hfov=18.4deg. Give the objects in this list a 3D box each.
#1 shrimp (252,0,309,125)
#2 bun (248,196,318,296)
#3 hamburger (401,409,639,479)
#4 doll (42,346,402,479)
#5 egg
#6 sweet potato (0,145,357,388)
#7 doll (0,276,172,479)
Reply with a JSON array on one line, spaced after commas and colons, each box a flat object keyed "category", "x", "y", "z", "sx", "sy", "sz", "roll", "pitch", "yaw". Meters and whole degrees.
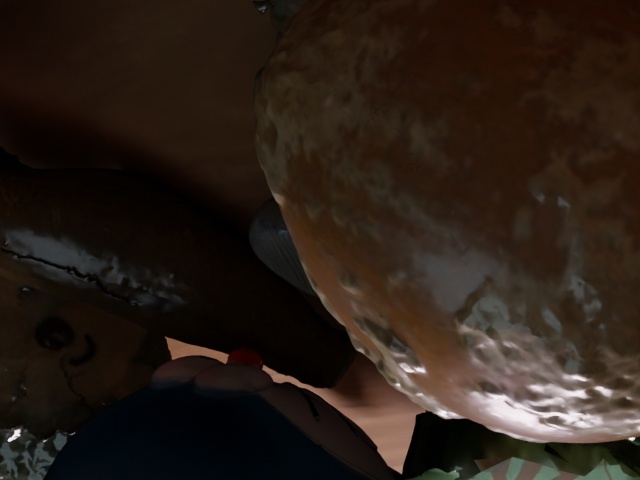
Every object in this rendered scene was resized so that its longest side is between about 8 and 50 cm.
[{"category": "shrimp", "x": -0.040, "y": -0.113, "z": 0.954, "sx": 0.166, "sy": 0.049, "sz": 0.161, "roll": 31, "pitch": 150, "yaw": 1}, {"category": "bun", "x": 0.000, "y": 0.000, "z": 1.103, "sx": 0.083, "sy": 0.045, "sz": 0.083, "roll": 26, "pitch": 154, "yaw": 14}, {"category": "hamburger", "x": 0.159, "y": 0.110, "z": 1.052, "sx": 0.214, "sy": 0.125, "sz": 0.235, "roll": 5, "pitch": 147, "yaw": 31}, {"category": "doll", "x": -0.037, "y": 0.196, "z": 1.156, "sx": 0.284, "sy": 0.240, "sz": 0.310, "roll": 6, "pitch": 163, "yaw": 34}, {"category": "egg", "x": 0.090, "y": -0.023, "z": 0.810, "sx": 0.245, "sy": 0.203, "sz": 0.203, "roll": 30, "pitch": 153, "yaw": -7}, {"category": "sweet potato", "x": -0.105, "y": 0.009, "z": 1.192, "sx": 0.286, "sy": 0.085, "sz": 0.112, "roll": 21, "pitch": 174, "yaw": -6}, {"category": "doll", "x": -0.258, "y": 0.087, "z": 1.315, "sx": 0.350, "sy": 0.247, "sz": 0.247, "roll": 12, "pitch": 149, "yaw": 13}]
